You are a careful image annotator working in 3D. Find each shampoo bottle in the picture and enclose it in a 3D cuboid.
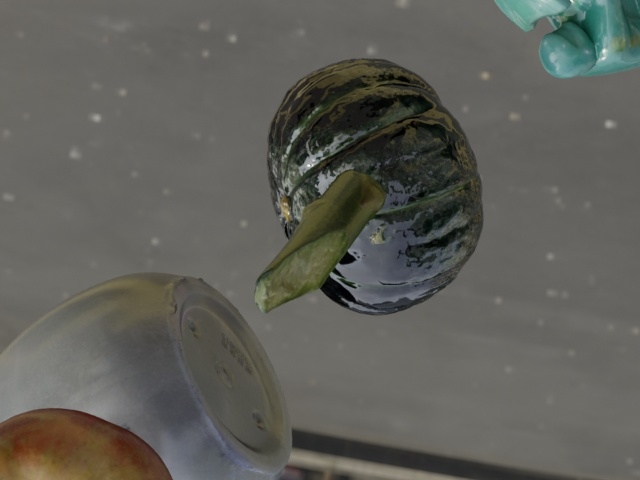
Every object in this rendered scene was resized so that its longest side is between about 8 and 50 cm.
[{"bbox_3d":[-0.189,0.181,1.590,0.266,0.273,0.273,-27,150,16],"label":"shampoo bottle"}]

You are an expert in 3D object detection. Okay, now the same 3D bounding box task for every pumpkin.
[{"bbox_3d":[0.042,-0.046,1.412,0.162,0.220,0.220,-15,170,-17],"label":"pumpkin"}]

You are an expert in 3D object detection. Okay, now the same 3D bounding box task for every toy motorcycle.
[{"bbox_3d":[0.242,-0.215,1.348,0.296,0.198,0.109,16,162,-22],"label":"toy motorcycle"}]

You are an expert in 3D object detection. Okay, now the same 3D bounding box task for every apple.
[{"bbox_3d":[-0.211,0.237,1.305,0.209,0.209,0.164,8,166,9],"label":"apple"}]

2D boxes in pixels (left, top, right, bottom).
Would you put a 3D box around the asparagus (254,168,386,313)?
[{"bbox_3d":[0.000,0.000,1.188,0.045,0.178,0.041,48,124,-7],"label":"asparagus"}]
